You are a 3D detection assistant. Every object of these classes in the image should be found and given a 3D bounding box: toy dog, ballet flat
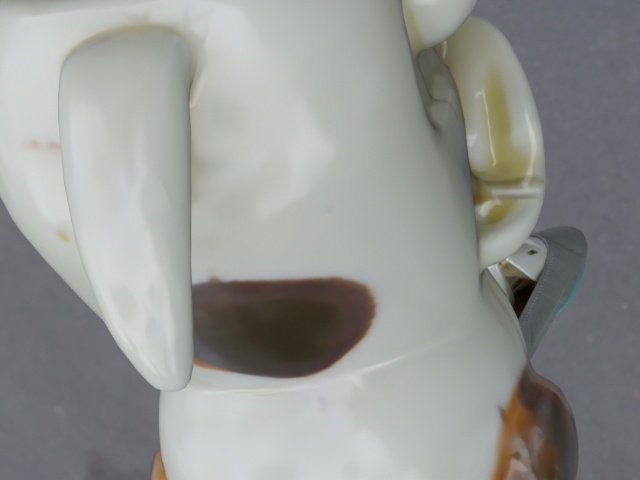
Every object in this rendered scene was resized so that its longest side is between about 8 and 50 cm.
[{"bbox_3d":[0.000,0.000,0.811,0.285,0.395,0.407,-17,125,2],"label":"toy dog"},{"bbox_3d":[0.121,0.044,1.097,0.072,0.213,0.068,-14,122,42],"label":"ballet flat"}]
